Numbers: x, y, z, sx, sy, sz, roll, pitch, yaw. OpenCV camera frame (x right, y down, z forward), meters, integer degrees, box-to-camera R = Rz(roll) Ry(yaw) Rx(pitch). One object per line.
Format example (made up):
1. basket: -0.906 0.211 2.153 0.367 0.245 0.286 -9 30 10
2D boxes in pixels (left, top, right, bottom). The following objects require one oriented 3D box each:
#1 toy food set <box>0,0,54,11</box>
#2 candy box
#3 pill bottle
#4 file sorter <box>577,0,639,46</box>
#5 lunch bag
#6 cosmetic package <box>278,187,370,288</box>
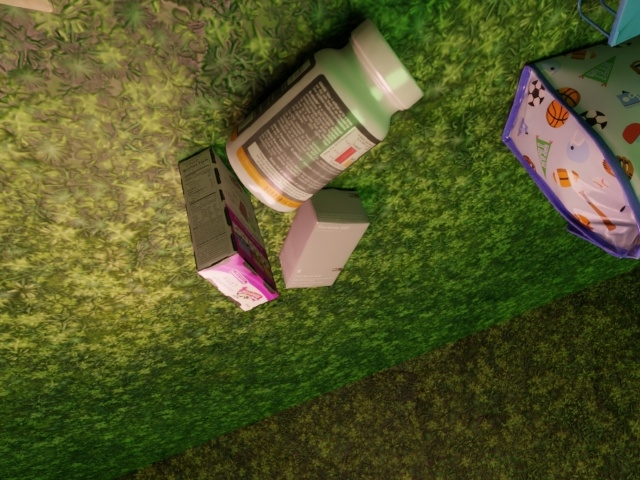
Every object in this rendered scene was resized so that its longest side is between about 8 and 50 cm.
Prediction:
1. toy food set: -0.321 -0.327 0.371 0.128 0.071 0.218 5 143 4
2. candy box: -0.156 -0.019 0.728 0.071 0.234 0.159 -24 145 5
3. pill bottle: 0.004 -0.181 0.653 0.278 0.162 0.162 -35 144 21
4. file sorter: 0.507 -0.408 0.658 0.170 0.105 0.118 -24 146 4
5. lunch bag: 0.586 -0.167 0.786 0.327 0.386 0.239 -20 146 -3
6. cosmetic package: 0.000 0.000 0.958 0.127 0.107 0.238 -1 145 -22
